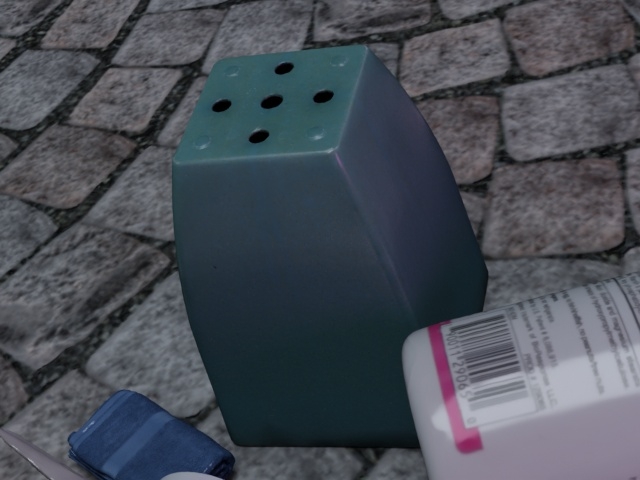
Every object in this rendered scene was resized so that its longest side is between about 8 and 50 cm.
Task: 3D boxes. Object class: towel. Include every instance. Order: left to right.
[{"bbox_3d":[-0.117,0.149,0.852,0.119,0.029,0.067,23,57,40],"label":"towel"}]

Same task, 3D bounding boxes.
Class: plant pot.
[{"bbox_3d":[0.000,0.000,0.810,0.166,0.234,0.165,-3,44,19],"label":"plant pot"}]

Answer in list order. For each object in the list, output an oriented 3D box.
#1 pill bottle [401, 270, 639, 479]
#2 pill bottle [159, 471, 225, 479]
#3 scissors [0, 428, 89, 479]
[{"bbox_3d":[0.200,0.093,0.683,0.283,0.160,0.160,-15,41,6],"label":"pill bottle"},{"bbox_3d":[-0.091,0.228,0.697,0.103,0.103,0.184,0,45,22],"label":"pill bottle"},{"bbox_3d":[-0.055,0.193,0.655,0.297,0.021,0.109,25,46,-7],"label":"scissors"}]
